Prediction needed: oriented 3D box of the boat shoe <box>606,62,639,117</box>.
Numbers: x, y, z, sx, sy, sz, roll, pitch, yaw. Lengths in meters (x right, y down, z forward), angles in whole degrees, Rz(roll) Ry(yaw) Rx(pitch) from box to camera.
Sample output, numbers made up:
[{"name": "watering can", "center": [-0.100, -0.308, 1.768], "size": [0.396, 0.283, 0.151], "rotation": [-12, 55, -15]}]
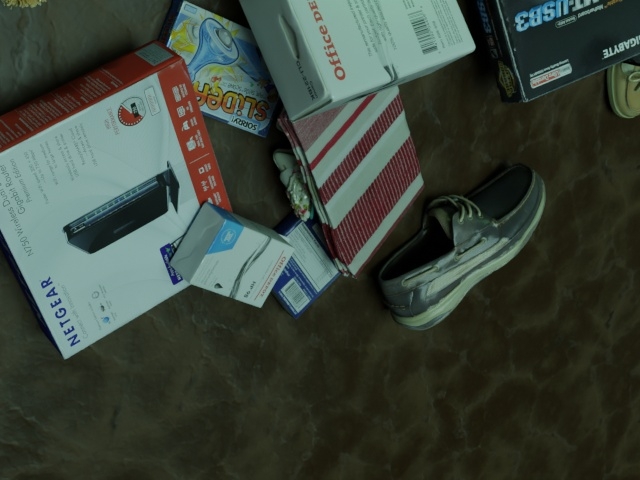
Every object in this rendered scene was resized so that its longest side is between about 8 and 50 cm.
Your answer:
[{"name": "boat shoe", "center": [0.590, -0.355, 1.929], "size": [0.104, 0.089, 0.285], "rotation": [-3, 110, -33]}]

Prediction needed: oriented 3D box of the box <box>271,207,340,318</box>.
[{"name": "box", "center": [0.000, 0.000, 1.704], "size": [0.225, 0.036, 0.136], "rotation": [-44, 126, -13]}]

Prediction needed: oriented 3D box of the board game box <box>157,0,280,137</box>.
[{"name": "board game box", "center": [-0.140, -0.240, 1.516], "size": [0.201, 0.035, 0.136], "rotation": [17, 98, -37]}]

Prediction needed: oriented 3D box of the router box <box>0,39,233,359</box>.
[{"name": "router box", "center": [-0.281, -0.050, 1.435], "size": [0.301, 0.082, 0.336], "rotation": [-32, 133, -20]}]

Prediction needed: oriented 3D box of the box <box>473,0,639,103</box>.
[{"name": "box", "center": [0.384, -0.404, 1.733], "size": [0.295, 0.073, 0.293], "rotation": [-23, 103, -22]}]

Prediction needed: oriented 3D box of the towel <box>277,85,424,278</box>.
[{"name": "towel", "center": [0.057, -0.131, 1.623], "size": [0.237, 0.037, 0.329], "rotation": [-51, 139, -29]}]

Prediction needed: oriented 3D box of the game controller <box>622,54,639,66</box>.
[{"name": "game controller", "center": [0.555, -0.462, 1.840], "size": [0.067, 0.166, 0.319], "rotation": [-40, 144, -73]}]

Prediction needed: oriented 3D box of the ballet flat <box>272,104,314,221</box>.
[{"name": "ballet flat", "center": [-0.031, -0.150, 1.610], "size": [0.077, 0.091, 0.241], "rotation": [8, 101, -4]}]

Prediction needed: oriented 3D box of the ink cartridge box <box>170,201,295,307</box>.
[{"name": "ink cartridge box", "center": [-0.110, 0.027, 1.521], "size": [0.180, 0.060, 0.104], "rotation": [23, 100, -46]}]

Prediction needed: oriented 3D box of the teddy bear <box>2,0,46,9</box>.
[{"name": "teddy bear", "center": [-0.394, -0.422, 1.228], "size": [0.245, 0.113, 0.338], "rotation": [-38, 125, -19]}]

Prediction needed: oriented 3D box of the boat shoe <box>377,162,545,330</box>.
[{"name": "boat shoe", "center": [0.238, -0.007, 1.803], "size": [0.355, 0.132, 0.130], "rotation": [-47, 127, -11]}]

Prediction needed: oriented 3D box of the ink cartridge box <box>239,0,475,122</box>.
[{"name": "ink cartridge box", "center": [0.050, -0.299, 1.467], "size": [0.272, 0.114, 0.197], "rotation": [-24, 92, -34]}]
